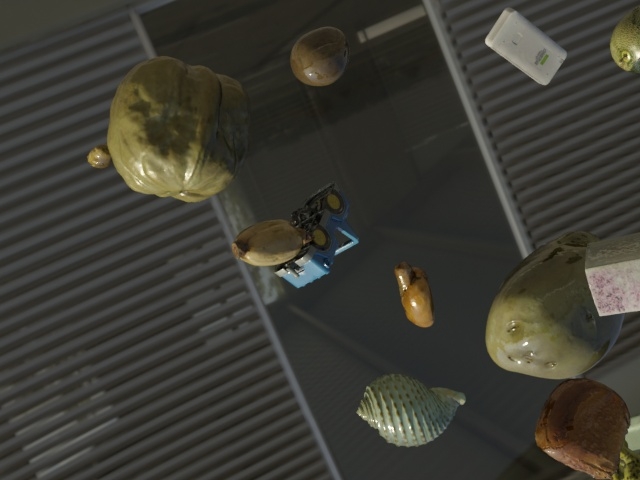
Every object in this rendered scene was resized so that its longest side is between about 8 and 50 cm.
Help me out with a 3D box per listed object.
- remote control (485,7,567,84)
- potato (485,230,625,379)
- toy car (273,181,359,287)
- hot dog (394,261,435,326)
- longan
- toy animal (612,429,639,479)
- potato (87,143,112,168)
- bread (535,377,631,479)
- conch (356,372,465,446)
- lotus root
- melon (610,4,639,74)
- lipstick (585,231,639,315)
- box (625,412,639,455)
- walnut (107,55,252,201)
[{"bbox_3d":[0.503,-0.468,2.034,0.103,0.250,0.034,-58,-139,14],"label":"remote control"},{"bbox_3d":[0.463,0.131,1.612,0.326,0.243,0.221,-31,-168,-38],"label":"potato"},{"bbox_3d":[0.000,0.000,1.406,0.097,0.100,0.191,-29,-150,44],"label":"toy car"},{"bbox_3d":[0.164,0.094,1.456,0.060,0.140,0.089,-12,-128,-2],"label":"hot dog"},{"bbox_3d":[-0.001,-0.319,1.440,0.113,0.092,0.113,-22,-131,28],"label":"longan"},{"bbox_3d":[0.516,0.351,1.284,0.182,0.136,0.073,-10,151,13],"label":"toy animal"},{"bbox_3d":[-0.466,-0.178,1.777,0.051,0.040,0.083,-10,169,-29],"label":"potato"},{"bbox_3d":[0.376,0.259,1.175,0.129,0.126,0.044,-58,174,-30],"label":"bread"},{"bbox_3d":[0.133,0.265,1.273,0.153,0.102,0.135,17,158,2],"label":"conch"},{"bbox_3d":[-0.075,0.003,1.283,0.150,0.062,0.073,-13,-141,-42],"label":"lotus root"},{"bbox_3d":[0.654,-0.400,1.663,0.192,0.139,0.139,-35,-167,-21],"label":"melon"},{"bbox_3d":[0.434,0.010,0.840,0.317,0.066,0.068,-13,-157,27],"label":"lipstick"},{"bbox_3d":[0.774,0.429,1.761,0.183,0.175,0.312,13,155,-12],"label":"box"},{"bbox_3d":[-0.276,-0.218,1.672,0.282,0.276,0.253,13,172,-8],"label":"walnut"}]
